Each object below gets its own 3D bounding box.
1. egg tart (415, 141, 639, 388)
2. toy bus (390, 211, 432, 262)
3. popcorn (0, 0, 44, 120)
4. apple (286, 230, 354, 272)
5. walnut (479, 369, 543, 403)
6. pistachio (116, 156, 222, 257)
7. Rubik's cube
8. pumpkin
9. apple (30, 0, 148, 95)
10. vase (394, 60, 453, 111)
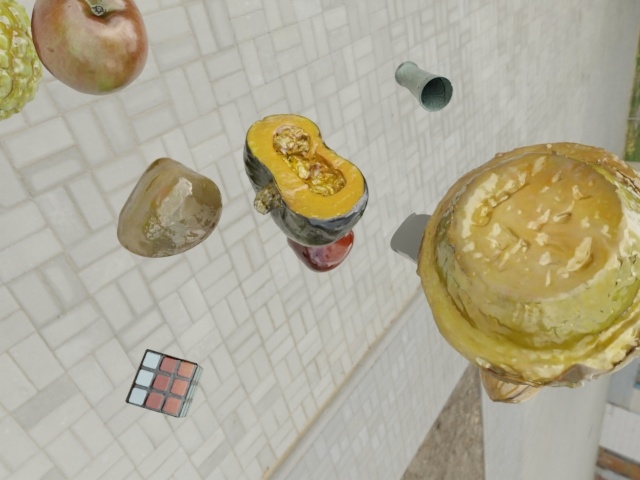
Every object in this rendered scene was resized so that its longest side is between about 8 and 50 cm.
[{"bbox_3d":[0.228,0.008,0.493,0.118,0.288,0.288,39,71,-55],"label":"egg tart"},{"bbox_3d":[0.360,0.022,1.471,0.162,0.386,0.171,35,91,-9],"label":"toy bus"},{"bbox_3d":[-0.762,-0.425,0.982,0.274,0.279,0.335,-49,143,-48],"label":"popcorn"},{"bbox_3d":[0.000,0.000,1.561,0.201,0.218,0.218,-47,135,-8],"label":"apple"},{"bbox_3d":[0.450,0.300,1.066,0.180,0.144,0.144,-41,133,-8],"label":"walnut"},{"bbox_3d":[-0.366,-0.062,1.113,0.260,0.213,0.163,-53,175,9],"label":"pistachio"},{"bbox_3d":[-0.457,0.428,1.364,0.162,0.161,0.163,111,-5,-71],"label":"Rubik's cube"},{"bbox_3d":[-0.055,-0.101,1.050,0.242,0.325,0.232,-26,154,-24],"label":"pumpkin"},{"bbox_3d":[-0.397,-0.357,0.800,0.188,0.174,0.188,8,74,-31],"label":"apple"},{"bbox_3d":[0.280,-0.441,1.285,0.096,0.219,0.096,-7,125,-11],"label":"vase"}]
